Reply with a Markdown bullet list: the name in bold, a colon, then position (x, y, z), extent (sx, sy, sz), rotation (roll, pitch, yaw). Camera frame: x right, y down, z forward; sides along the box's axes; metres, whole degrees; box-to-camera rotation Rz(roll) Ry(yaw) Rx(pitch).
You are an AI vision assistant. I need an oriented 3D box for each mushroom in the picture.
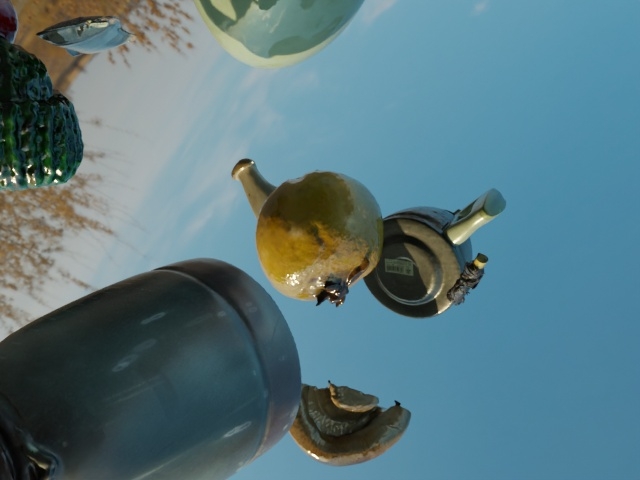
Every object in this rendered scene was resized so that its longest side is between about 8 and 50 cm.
- **mushroom**: position (-0.122, -0.097, 1.410), extent (0.093, 0.225, 0.116), rotation (-25, 158, -42)
- **mushroom**: position (0.043, 0.387, 1.229), extent (0.156, 0.286, 0.151), rotation (120, -16, -60)

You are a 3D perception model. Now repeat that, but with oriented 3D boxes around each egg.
- **egg**: position (-0.048, -0.419, 0.805), extent (0.276, 0.276, 0.388), rotation (-93, -165, -47)

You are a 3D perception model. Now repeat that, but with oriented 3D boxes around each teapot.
- **teapot**: position (0.247, -0.009, 1.330), extent (0.239, 0.240, 0.321), rotation (-37, 149, -51)
- **teapot**: position (-0.231, 0.168, 0.591), extent (0.315, 0.312, 0.233), rotation (-17, -90, 39)

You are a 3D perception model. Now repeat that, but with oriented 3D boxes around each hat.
- **hat**: position (-0.532, -0.246, 0.947), extent (0.242, 0.274, 0.332), rotation (-142, -130, -69)

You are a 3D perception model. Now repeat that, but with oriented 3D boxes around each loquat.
- **loquat**: position (0.000, 0.000, 1.052), extent (0.244, 0.244, 0.243), rotation (-37, -145, 31)

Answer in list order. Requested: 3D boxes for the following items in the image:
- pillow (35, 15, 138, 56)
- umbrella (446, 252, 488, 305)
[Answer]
- **pillow**: position (-0.395, -0.352, 1.033), extent (0.131, 0.038, 0.232), rotation (-17, -169, -2)
- **umbrella**: position (0.259, 0.070, 1.051), extent (0.144, 0.037, 0.040), rotation (104, -15, -55)
